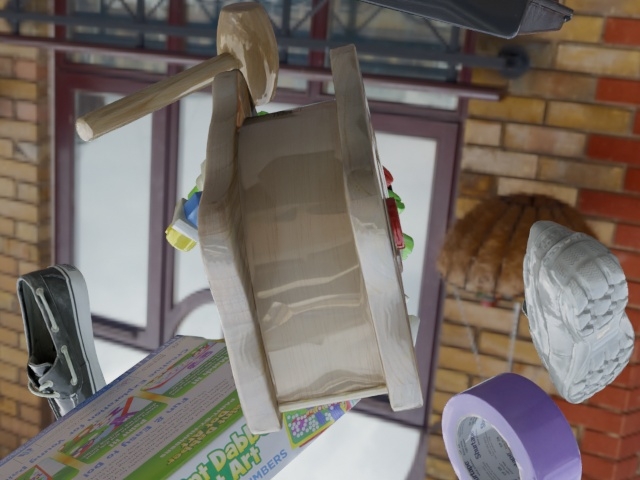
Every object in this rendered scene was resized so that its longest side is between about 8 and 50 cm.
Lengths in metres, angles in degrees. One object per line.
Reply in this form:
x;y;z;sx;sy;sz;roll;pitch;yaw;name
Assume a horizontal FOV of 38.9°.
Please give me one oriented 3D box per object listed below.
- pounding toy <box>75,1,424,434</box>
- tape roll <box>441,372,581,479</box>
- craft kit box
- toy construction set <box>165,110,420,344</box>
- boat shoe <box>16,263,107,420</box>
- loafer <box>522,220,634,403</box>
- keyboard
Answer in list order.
-0.035;-0.008;0.490;0.155;0.154;0.269;-11;-144;5;pounding toy
0.253;0.279;1.220;0.080;0.189;0.189;-20;-155;-26;tape roll
-0.134;0.159;0.667;0.250;0.061;0.247;-36;-166;-31;craft kit box
0.000;0.000;0.886;0.328;0.151;0.215;41;-157;-39;toy construction set
-0.284;0.137;0.980;0.078;0.219;0.070;-7;-174;39;boat shoe
0.298;0.089;1.066;0.112;0.319;0.111;-31;-128;-8;loafer
-0.003;-0.107;0.339;0.180;0.023;0.108;20;-158;23;keyboard
